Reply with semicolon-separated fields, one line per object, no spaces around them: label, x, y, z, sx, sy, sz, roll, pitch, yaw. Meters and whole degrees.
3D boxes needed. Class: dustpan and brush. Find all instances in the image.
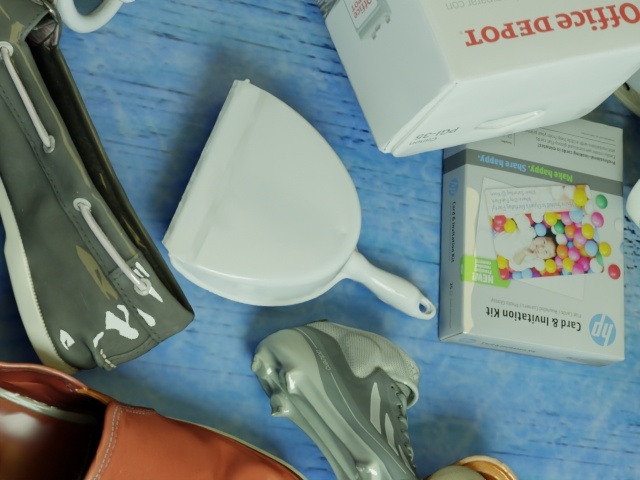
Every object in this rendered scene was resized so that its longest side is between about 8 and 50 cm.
dustpan and brush;0.000;0.000;1.151;0.211;0.060;0.147;27;67;-12

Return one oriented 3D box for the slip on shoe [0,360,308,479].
slip on shoe;-0.137;0.144;1.007;0.331;0.101;0.123;23;65;-23

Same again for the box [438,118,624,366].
box;0.161;-0.007;1.243;0.145;0.038;0.186;11;73;-25

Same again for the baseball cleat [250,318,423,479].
baseball cleat;0.043;0.128;1.090;0.109;0.072;0.206;-20;61;-34

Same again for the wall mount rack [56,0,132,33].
wall mount rack;-0.085;-0.276;1.001;0.130;0.304;0.350;18;107;14

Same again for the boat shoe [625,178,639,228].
boat shoe;0.392;-0.069;1.258;0.319;0.116;0.099;-29;59;-6

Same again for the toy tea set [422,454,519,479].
toy tea set;0.172;0.297;1.118;0.336;0.124;0.200;45;61;-11

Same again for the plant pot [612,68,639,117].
plant pot;0.343;-0.216;1.297;0.274;0.256;0.256;-39;97;-15

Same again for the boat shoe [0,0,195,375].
boat shoe;-0.170;-0.082;1.028;0.095;0.112;0.335;-18;93;8

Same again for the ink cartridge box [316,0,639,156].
ink cartridge box;0.099;-0.224;1.197;0.207;0.117;0.283;-14;74;-31
